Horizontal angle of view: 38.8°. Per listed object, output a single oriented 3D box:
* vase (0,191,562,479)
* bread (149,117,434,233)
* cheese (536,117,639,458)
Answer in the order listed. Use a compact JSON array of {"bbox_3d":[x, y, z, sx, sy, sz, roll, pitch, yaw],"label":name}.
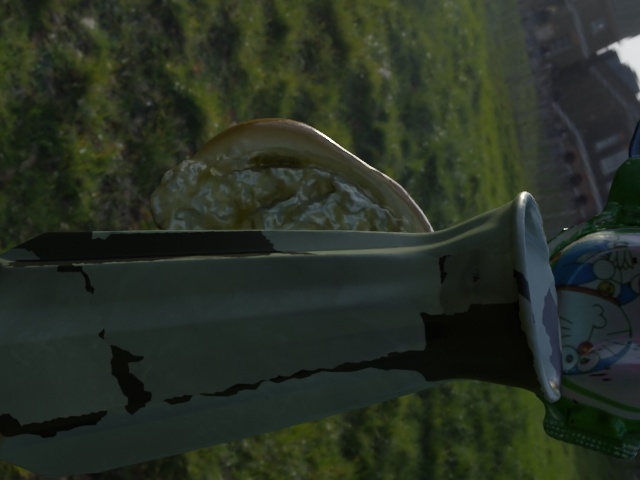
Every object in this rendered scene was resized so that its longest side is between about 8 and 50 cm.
[{"bbox_3d":[-0.045,0.055,0.554,0.165,0.360,0.165,-10,90,-69],"label":"vase"},{"bbox_3d":[0.000,0.000,0.969,0.315,0.211,0.270,46,10,3],"label":"bread"},{"bbox_3d":[0.273,0.026,0.771,0.320,0.204,0.083,-66,149,-17],"label":"cheese"}]
